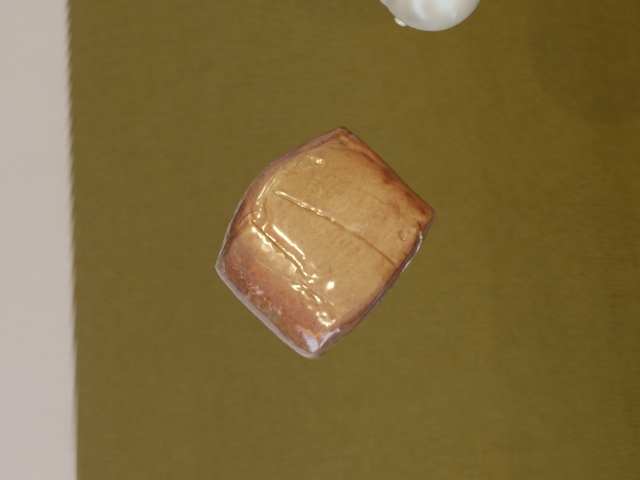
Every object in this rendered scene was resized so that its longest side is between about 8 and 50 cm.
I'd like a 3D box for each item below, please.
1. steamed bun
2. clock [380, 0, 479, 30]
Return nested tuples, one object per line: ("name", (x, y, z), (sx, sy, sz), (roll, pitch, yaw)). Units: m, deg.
("steamed bun", (0.000, 0.000, 1.189), (0.145, 0.106, 0.175), (40, 68, 7))
("clock", (0.058, -0.228, 1.045), (0.144, 0.231, 0.103), (-49, 35, 33))
